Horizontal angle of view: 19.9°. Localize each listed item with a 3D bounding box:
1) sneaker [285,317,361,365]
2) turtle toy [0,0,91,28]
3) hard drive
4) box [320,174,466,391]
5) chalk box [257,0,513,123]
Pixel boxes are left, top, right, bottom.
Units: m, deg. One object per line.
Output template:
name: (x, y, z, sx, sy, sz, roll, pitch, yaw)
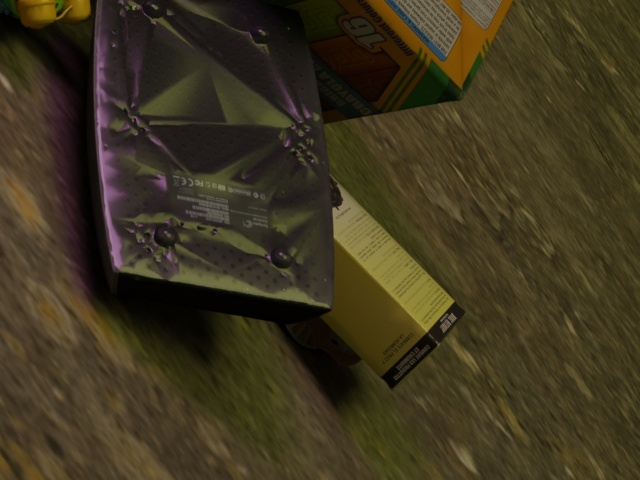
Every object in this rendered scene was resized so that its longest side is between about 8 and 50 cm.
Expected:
sneaker: (-0.002, 0.064, 1.362, 0.083, 0.032, 0.037, 39, 10, -35)
turtle toy: (-0.197, -0.189, 1.241, 0.130, 0.066, 0.095, -22, 104, -68)
hard drive: (-0.080, -0.063, 1.242, 0.172, 0.054, 0.255, 11, 54, -25)
box: (0.000, 0.000, 1.342, 0.232, 0.058, 0.087, 45, 24, 2)
chalk box: (-0.003, -0.212, 1.443, 0.180, 0.289, 0.179, 42, 61, -27)
